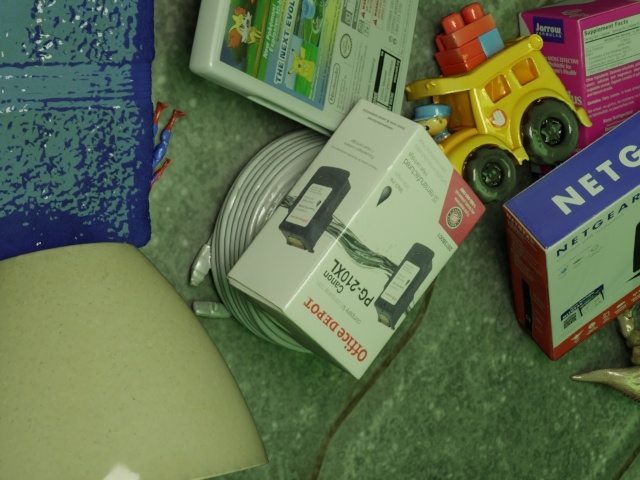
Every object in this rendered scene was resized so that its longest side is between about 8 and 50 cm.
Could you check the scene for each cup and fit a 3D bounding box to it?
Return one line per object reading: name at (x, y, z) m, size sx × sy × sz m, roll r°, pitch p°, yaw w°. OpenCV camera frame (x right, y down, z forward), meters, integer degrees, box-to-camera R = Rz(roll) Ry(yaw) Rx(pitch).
cup at (-0.234, 0.135, 1.265) m, size 0.331 × 0.331 × 0.237 m, roll -7°, pitch 80°, yaw -32°

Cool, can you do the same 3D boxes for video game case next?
video game case at (0.003, -0.283, 1.369) m, size 0.300 × 0.036 × 0.329 m, roll 21°, pitch 76°, yaw -48°

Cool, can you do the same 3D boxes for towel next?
towel at (-0.275, -0.134, 1.292) m, size 0.227 × 0.076 × 0.308 m, roll -5°, pitch 106°, yaw -25°

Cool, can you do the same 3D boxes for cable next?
cable at (0.000, 0.000, 1.493) m, size 0.257 × 0.089 × 0.257 m, roll 19°, pitch 91°, yaw -35°

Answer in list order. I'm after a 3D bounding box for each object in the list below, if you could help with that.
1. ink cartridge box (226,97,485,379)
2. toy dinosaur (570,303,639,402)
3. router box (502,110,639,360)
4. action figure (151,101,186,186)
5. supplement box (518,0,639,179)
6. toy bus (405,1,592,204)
ink cartridge box at (0.040, 0.002, 1.379) m, size 0.237 × 0.100 × 0.172 m, roll -53°, pitch 137°, yaw -8°
toy dinosaur at (0.502, 0.162, 1.857) m, size 0.295 × 0.127 × 0.200 m, roll -34°, pitch 126°, yaw -16°
router box at (0.388, -0.032, 1.628) m, size 0.335 × 0.082 × 0.301 m, roll -34°, pitch 150°, yaw -8°
action figure at (-0.178, -0.087, 1.391) m, size 0.038 × 0.030 × 0.115 m, roll 23°, pitch 91°, yaw -41°
supplement box at (0.331, -0.186, 1.652) m, size 0.114 × 0.111 × 0.220 m, roll -18°, pitch 111°, yaw -29°
toy bus at (0.175, -0.159, 1.547) m, size 0.220 × 0.149 × 0.211 m, roll -33°, pitch 105°, yaw -20°
